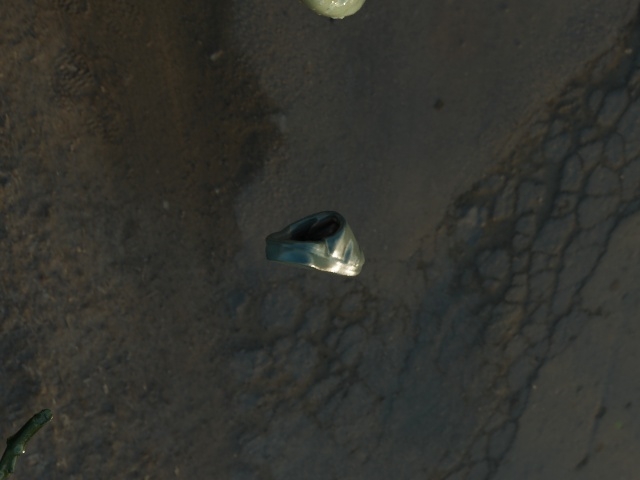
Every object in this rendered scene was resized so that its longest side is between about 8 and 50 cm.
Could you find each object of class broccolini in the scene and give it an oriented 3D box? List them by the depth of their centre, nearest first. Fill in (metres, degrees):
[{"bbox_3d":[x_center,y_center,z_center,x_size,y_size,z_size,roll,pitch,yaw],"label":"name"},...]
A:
[{"bbox_3d":[-0.291,0.213,0.744,0.044,0.042,0.218,15,138,-38],"label":"broccolini"}]

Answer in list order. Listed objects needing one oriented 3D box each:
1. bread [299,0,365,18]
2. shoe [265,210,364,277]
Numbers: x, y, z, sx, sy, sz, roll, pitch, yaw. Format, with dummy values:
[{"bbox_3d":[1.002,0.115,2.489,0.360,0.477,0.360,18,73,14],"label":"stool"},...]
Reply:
[{"bbox_3d":[-0.063,-0.232,0.461,0.040,0.267,0.267,-37,136,8],"label":"bread"},{"bbox_3d":[0.000,0.000,1.253,0.251,0.103,0.100,5,101,-66],"label":"shoe"}]
